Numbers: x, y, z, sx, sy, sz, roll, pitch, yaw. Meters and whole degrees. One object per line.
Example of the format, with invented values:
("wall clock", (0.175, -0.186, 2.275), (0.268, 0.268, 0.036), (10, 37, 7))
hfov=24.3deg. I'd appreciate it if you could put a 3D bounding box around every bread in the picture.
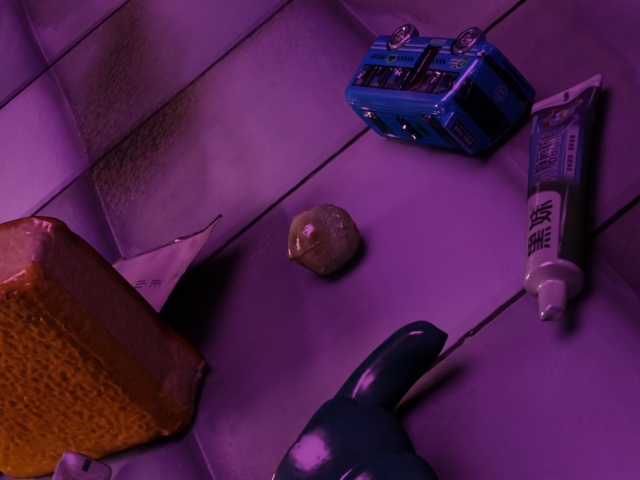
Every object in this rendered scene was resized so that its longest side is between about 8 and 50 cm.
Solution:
("bread", (-0.356, 0.141, 1.838), (0.324, 0.333, 0.143), (-19, 40, 27))

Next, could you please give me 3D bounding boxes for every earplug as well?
("earplug", (0.056, 0.224, 1.491), (0.257, 0.164, 0.280), (-13, 36, -25))

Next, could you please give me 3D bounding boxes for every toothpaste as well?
("toothpaste", (0.266, -0.054, 1.650), (0.099, 0.061, 0.392), (-24, 34, 30))
("toothpaste", (-0.328, 0.371, 1.785), (0.037, 0.067, 0.255), (110, -178, -58))

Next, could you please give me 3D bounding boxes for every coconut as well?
("coconut", (0.000, 0.000, 1.854), (0.096, 0.088, 0.088), (-31, 33, 8))

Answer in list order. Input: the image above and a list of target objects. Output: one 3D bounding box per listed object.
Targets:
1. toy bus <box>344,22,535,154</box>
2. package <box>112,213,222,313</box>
("toy bus", (0.148, -0.189, 1.893), (0.134, 0.113, 0.246), (-54, 32, -12))
("package", (-0.242, 0.078, 2.002), (0.251, 0.062, 0.204), (-29, 24, 35))
